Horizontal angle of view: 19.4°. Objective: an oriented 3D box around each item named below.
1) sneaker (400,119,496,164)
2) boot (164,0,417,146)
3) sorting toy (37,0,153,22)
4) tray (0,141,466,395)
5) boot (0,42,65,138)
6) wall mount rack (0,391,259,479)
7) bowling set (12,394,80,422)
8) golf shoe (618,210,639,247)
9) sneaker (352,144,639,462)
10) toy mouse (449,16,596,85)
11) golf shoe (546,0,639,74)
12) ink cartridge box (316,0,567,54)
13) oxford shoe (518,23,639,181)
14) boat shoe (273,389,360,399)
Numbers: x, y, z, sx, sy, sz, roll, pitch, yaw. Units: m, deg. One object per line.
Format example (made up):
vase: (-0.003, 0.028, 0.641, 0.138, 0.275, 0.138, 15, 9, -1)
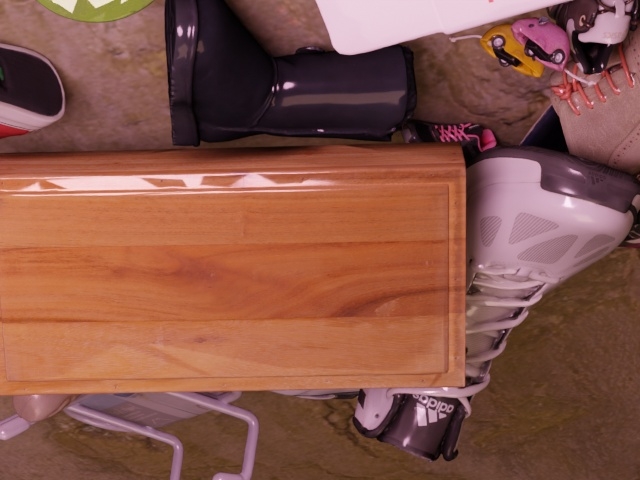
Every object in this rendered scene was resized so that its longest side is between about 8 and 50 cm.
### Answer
sneaker: (0.123, -0.096, 1.765, 0.057, 0.047, 0.119, -33, 154, 30)
boot: (-0.024, -0.146, 1.543, 0.207, 0.094, 0.246, -3, 161, -3)
sorting toy: (-0.137, -0.224, 1.381, 0.365, 0.127, 0.126, -6, -176, -1)
tray: (-0.082, 0.027, 1.611, 0.411, 0.076, 0.203, -2, 111, 0)
boot: (-0.350, -0.117, 1.517, 0.176, 0.088, 0.244, -21, 156, 27)
wall mount rack: (-0.250, 0.215, 2.126, 0.304, 0.130, 0.350, 20, 157, -25)
bowling set: (-0.246, 0.020, 1.804, 0.154, 0.200, 0.287, -37, 173, -43)
golf shoe: (0.380, -0.039, 1.927, 0.273, 0.105, 0.120, 2, 169, -9)
sneaker: (0.162, 0.081, 1.777, 0.169, 0.257, 0.447, 17, 162, -13)
toy mouse: (0.156, -0.180, 1.538, 0.031, 0.161, 0.143, -55, 149, -8)
golf shoe: (0.239, -0.210, 1.505, 0.077, 0.094, 0.198, -4, 153, -8)
ink cartridge box: (0.148, -0.271, 1.236, 0.353, 0.119, 0.207, -14, 127, 12)
oxford shoe: (0.275, -0.128, 1.658, 0.130, 0.123, 0.348, 3, 151, -13)
boat shoe: (-0.008, 0.134, 2.103, 0.335, 0.121, 0.119, 12, 153, -32)
